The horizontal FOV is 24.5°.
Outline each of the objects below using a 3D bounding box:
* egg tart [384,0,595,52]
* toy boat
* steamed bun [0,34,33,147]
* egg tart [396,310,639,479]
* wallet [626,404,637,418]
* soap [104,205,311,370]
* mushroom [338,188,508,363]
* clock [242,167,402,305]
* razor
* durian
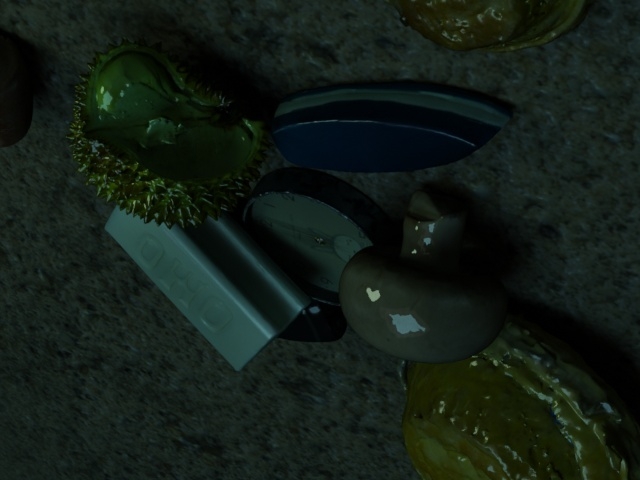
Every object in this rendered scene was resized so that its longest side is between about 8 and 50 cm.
[{"bbox_3d":[0.143,-0.254,1.380,0.241,0.106,0.241,17,143,13],"label":"egg tart"},{"bbox_3d":[0.075,-0.122,1.630,0.299,0.062,0.096,1,135,37],"label":"toy boat"},{"bbox_3d":[-0.442,-0.206,1.902,0.175,0.106,0.145,34,154,21],"label":"steamed bun"},{"bbox_3d":[0.234,0.257,1.864,0.388,0.169,0.388,33,148,24],"label":"egg tart"},{"bbox_3d":[0.322,0.254,1.943,0.119,0.025,0.232,28,146,5],"label":"wallet"},{"bbox_3d":[-0.151,0.032,1.919,0.265,0.087,0.160,47,150,2],"label":"soap"},{"bbox_3d":[0.123,0.041,1.710,0.204,0.204,0.204,21,144,16],"label":"mushroom"},{"bbox_3d":[0.000,0.000,1.861,0.215,0.042,0.215,21,145,16],"label":"clock"},{"bbox_3d":[-0.041,0.098,2.006,0.148,0.054,0.090,2,132,36],"label":"razor"},{"bbox_3d":[-0.174,-0.115,1.709,0.237,0.200,0.176,28,170,7],"label":"durian"}]
